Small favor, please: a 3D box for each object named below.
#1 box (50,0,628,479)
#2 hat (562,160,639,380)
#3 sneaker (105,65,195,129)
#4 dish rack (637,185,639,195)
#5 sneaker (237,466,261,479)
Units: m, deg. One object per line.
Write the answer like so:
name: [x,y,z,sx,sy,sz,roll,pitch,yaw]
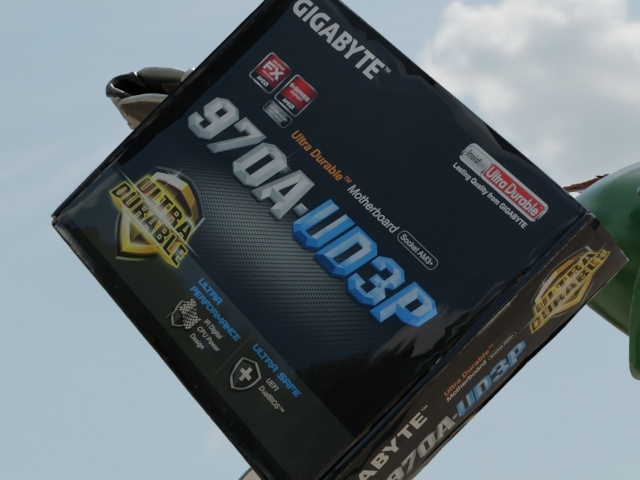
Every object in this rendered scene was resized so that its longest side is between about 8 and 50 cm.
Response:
box: [0.000,0.000,0.755,0.175,0.220,0.051,-45,-38,1]
hat: [0.163,-0.014,1.122,0.183,0.173,0.208,20,-24,25]
sneaker: [-0.157,-0.092,1.549,0.132,0.086,0.228,40,-47,-16]
dish rack: [0.228,-0.018,0.609,0.208,0.074,0.271,41,-16,10]
sneaker: [0.038,0.322,1.685,0.297,0.129,0.111,28,-71,-33]
